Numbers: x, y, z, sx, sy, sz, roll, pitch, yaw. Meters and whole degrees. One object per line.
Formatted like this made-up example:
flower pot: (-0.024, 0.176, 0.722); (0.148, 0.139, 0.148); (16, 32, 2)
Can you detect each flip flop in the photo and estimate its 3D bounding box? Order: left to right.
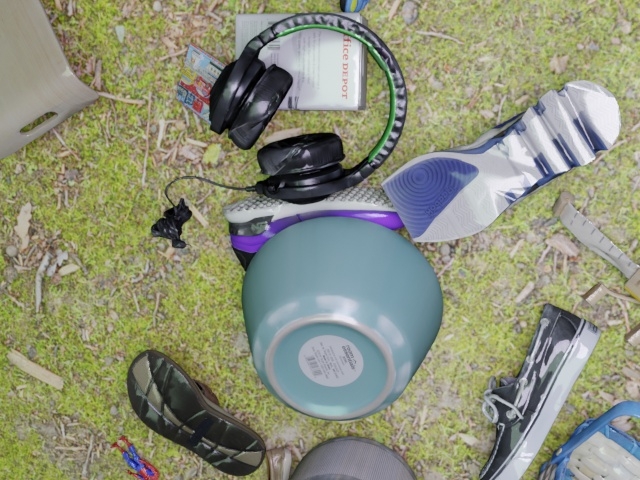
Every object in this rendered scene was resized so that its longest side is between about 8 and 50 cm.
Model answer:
flip flop: (-0.206, 0.287, 1.233); (0.277, 0.080, 0.112); (39, 100, -11)

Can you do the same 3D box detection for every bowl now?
bowl: (0.021, 0.139, 1.062); (0.311, 0.163, 0.311); (4, 120, 6)

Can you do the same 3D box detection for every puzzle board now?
puzzle board: (-0.180, -0.238, 1.138); (0.128, 0.011, 0.096); (39, 121, 34)

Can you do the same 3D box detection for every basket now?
basket: (0.430, 0.356, 1.009); (0.255, 0.201, 0.289); (40, 140, 4)

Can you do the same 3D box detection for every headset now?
headset: (-0.065, -0.139, 1.008); (0.394, 0.185, 0.243); (-36, 102, 13)

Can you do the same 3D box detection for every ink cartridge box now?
ink cartridge box: (-0.027, -0.266, 1.105); (0.190, 0.082, 0.140); (3, 99, 11)

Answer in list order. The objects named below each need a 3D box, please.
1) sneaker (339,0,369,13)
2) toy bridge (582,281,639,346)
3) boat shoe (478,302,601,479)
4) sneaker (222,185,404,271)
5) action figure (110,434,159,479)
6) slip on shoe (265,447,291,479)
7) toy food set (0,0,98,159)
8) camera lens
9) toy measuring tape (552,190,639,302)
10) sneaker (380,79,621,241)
sneaker: (0.036, -0.428, 1.085); (0.078, 0.067, 0.188); (-2, 100, 33)
toy bridge: (0.477, 0.129, 1.080); (0.188, 0.026, 0.063); (44, 103, 3)
boat shoe: (0.296, 0.240, 1.093); (0.105, 0.113, 0.306); (28, 100, 14)
sneaker: (0.000, 0.000, 1.136); (0.293, 0.102, 0.146); (-3, 104, 16)
action figure: (-0.321, 0.396, 1.293); (0.115, 0.030, 0.038); (45, 99, 1)
slip on shoe: (-0.077, 0.413, 1.224); (0.041, 0.051, 0.135); (6, 97, -17)
toy food set: (-0.515, -0.319, 1.212); (0.219, 0.092, 0.306); (-27, 83, 16)
camera lens: (0.035, 0.435, 1.092); (0.219, 0.274, 0.219); (2, 98, 12)
toy measuring tape: (0.484, 0.033, 1.039); (0.121, 0.121, 0.330); (-49, 68, 14)
sneaker: (0.257, -0.101, 1.019); (0.315, 0.182, 0.127); (-27, 85, 19)
